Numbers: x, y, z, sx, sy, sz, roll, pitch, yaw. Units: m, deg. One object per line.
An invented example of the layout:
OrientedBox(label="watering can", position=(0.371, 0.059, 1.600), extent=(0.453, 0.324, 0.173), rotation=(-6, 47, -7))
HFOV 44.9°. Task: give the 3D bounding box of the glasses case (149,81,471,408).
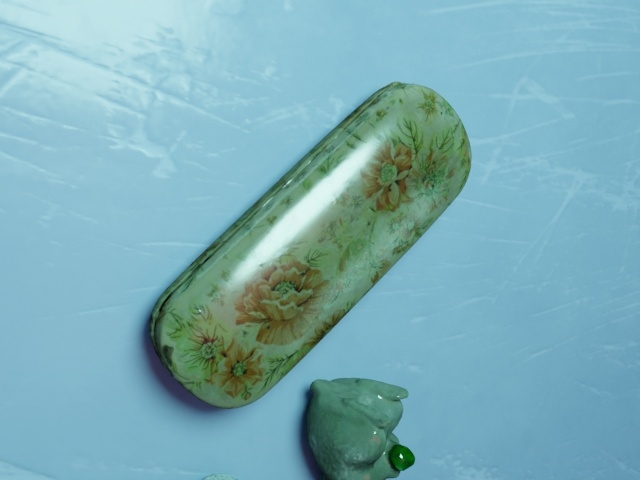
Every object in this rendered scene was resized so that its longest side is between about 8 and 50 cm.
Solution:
OrientedBox(label="glasses case", position=(0.000, 0.000, 0.847), extent=(0.425, 0.098, 0.156), rotation=(-45, 119, -13))

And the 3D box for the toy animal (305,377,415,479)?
OrientedBox(label="toy animal", position=(0.037, 0.270, 0.924), extent=(0.108, 0.138, 0.236), rotation=(-43, 149, -55))

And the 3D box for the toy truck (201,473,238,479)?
OrientedBox(label="toy truck", position=(-0.214, 0.381, 0.774), extent=(0.387, 0.173, 0.207), rotation=(-1, 106, -23))
